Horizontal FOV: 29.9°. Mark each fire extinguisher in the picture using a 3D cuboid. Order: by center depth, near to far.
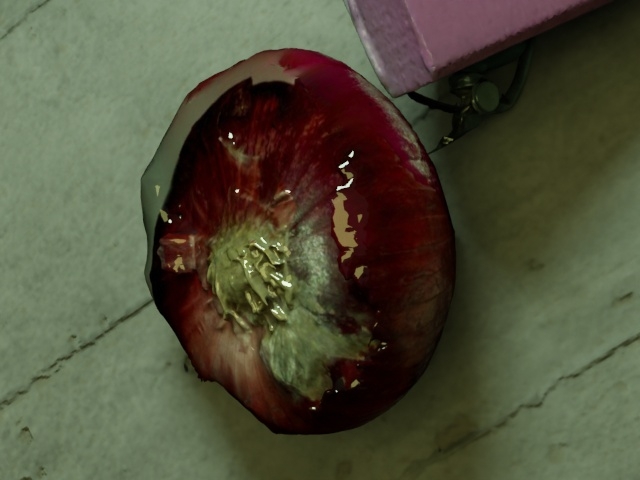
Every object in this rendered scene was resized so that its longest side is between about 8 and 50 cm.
[{"bbox_3d":[0.108,-0.203,0.871,0.093,0.118,0.294,-11,78,59],"label":"fire extinguisher"}]

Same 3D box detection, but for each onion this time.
[{"bbox_3d":[0.000,0.000,0.854,0.272,0.195,0.272,5,97,49],"label":"onion"}]

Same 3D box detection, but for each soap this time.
[{"bbox_3d":[0.126,-0.224,0.787,0.259,0.081,0.181,-25,94,-19],"label":"soap"}]
